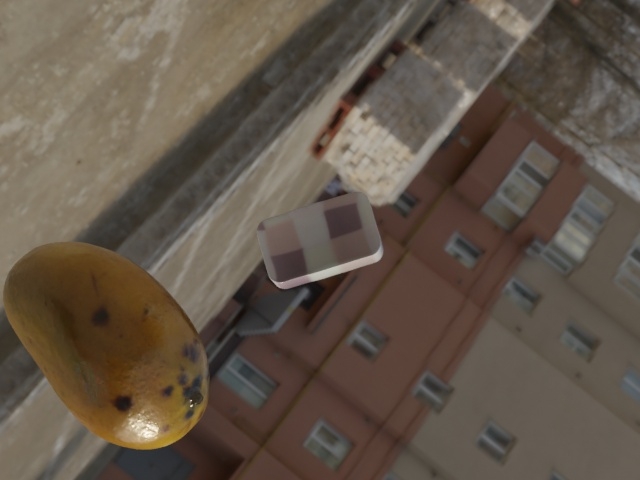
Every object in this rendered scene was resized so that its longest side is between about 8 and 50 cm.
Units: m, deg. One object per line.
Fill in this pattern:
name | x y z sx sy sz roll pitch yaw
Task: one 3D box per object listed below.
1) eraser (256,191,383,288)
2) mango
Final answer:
eraser | 0.000 0.000 0.869 0.105 0.065 0.026 -18 162 4
mango | -0.150 0.066 0.678 0.090 0.178 0.115 -20 151 -51
